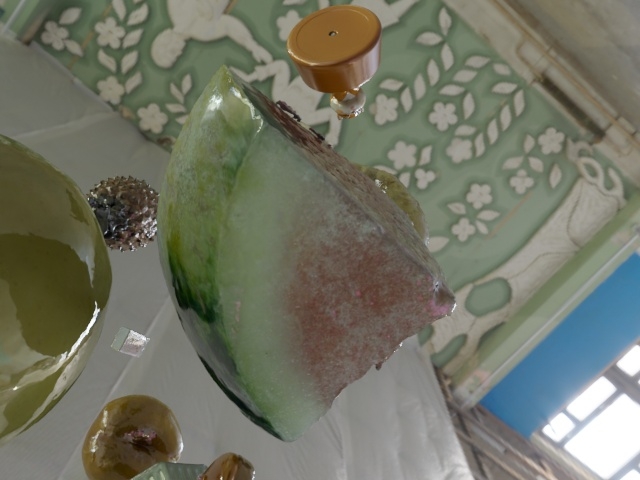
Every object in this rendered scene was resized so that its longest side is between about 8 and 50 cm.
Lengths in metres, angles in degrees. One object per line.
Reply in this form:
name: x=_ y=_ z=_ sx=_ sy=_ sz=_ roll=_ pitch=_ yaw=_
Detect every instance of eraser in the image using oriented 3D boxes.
eraser: x=-0.299 y=0.162 z=0.919 sx=0.019 sy=0.038 sz=0.083 roll=21 pitch=165 yaw=12

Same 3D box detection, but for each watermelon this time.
watermelon: x=-0.021 y=0.020 z=0.478 sx=0.231 sy=0.311 sz=0.193 roll=6 pitch=-157 yaw=-5

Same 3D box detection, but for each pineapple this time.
pineapple: x=-0.510 y=-0.061 z=1.413 sx=0.202 sy=0.202 sz=0.362 roll=41 pitch=-175 yaw=-2

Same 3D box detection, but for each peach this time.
peach: x=-0.469 y=0.517 z=1.467 sx=0.251 sy=0.153 sz=0.252 roll=14 pitch=-118 yaw=-28

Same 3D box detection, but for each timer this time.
timer: x=0.033 y=-0.236 z=0.840 sx=0.132 sy=0.132 sz=0.152 roll=51 pitch=169 yaw=36

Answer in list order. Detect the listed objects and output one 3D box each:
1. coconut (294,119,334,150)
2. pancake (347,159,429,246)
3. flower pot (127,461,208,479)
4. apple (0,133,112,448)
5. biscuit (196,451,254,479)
coconut: x=-0.080 y=-0.163 z=1.387 sx=0.224 sy=0.234 sz=0.224 roll=40 pitch=-176 yaw=-3
pancake: x=-0.001 y=0.001 z=0.985 sx=0.387 sy=0.386 sz=0.082 roll=52 pitch=169 yaw=37
flower pot: x=-0.304 y=0.593 z=1.182 sx=0.239 sy=0.209 sz=0.190 roll=29 pitch=-164 yaw=-45
apple: x=-0.303 y=0.039 z=0.456 sx=0.262 sy=0.262 sz=0.262 roll=39 pitch=-167 yaw=-11
biscuit: x=-0.131 y=0.292 z=0.570 sx=0.050 sy=0.170 sz=0.170 roll=34 pitch=-166 yaw=-7
